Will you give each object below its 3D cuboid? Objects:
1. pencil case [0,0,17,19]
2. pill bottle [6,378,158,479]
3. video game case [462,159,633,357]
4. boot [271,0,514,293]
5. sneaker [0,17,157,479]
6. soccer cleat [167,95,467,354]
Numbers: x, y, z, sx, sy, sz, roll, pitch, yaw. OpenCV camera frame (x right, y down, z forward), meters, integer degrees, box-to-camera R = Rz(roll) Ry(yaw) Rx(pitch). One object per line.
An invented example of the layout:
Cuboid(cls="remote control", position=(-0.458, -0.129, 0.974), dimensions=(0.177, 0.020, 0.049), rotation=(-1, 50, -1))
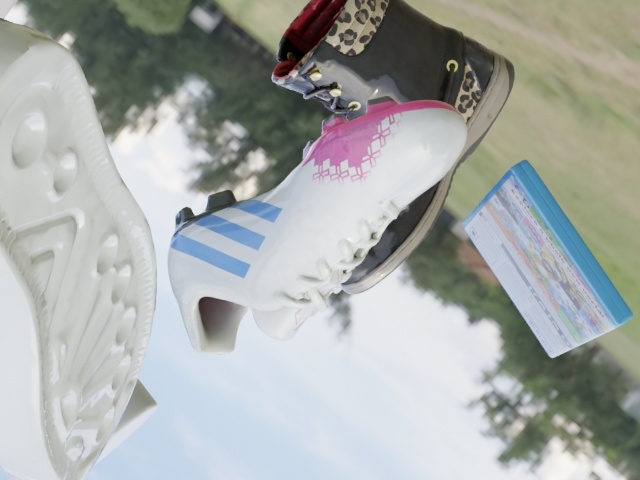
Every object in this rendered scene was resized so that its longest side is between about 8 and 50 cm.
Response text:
Cuboid(cls="pencil case", position=(-0.357, -0.328, 1.388), dimensions=(0.183, 0.410, 0.160), rotation=(28, -145, -27))
Cuboid(cls="pill bottle", position=(-0.354, 0.092, 1.471), dimensions=(0.363, 0.210, 0.210), rotation=(50, -175, 4))
Cuboid(cls="video game case", position=(0.148, 0.017, 0.934), dimensions=(0.119, 0.015, 0.166), rotation=(57, 170, 7))
Cuboid(cls="boot", position=(0.053, -0.146, 1.788), dimensions=(0.284, 0.377, 0.138), rotation=(34, -178, -30))
Cuboid(cls="sneaker", position=(-0.219, -0.014, 0.675), dimensions=(0.236, 0.130, 0.323), rotation=(18, 147, 15))
Cuboid(cls="soccer cleat", position=(0.000, 0.000, 1.151), dimensions=(0.116, 0.331, 0.143), rotation=(11, -119, -43))
